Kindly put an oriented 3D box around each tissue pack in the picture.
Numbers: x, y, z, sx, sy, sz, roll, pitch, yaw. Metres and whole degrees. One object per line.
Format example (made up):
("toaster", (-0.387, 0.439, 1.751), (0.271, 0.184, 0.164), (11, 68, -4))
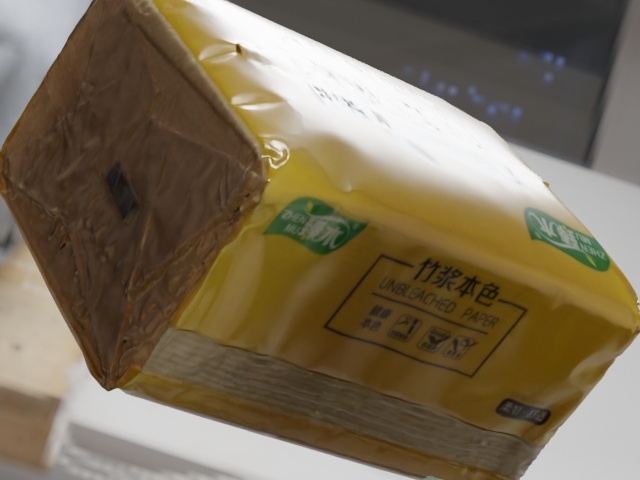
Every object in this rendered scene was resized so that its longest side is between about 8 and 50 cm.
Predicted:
("tissue pack", (0.000, 0.000, 1.441), (0.228, 0.382, 0.293), (-54, -139, 17))

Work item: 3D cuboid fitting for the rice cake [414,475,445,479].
("rice cake", (0.111, 0.194, 1.211), (0.198, 0.189, 0.037), (-3, 107, -63))
